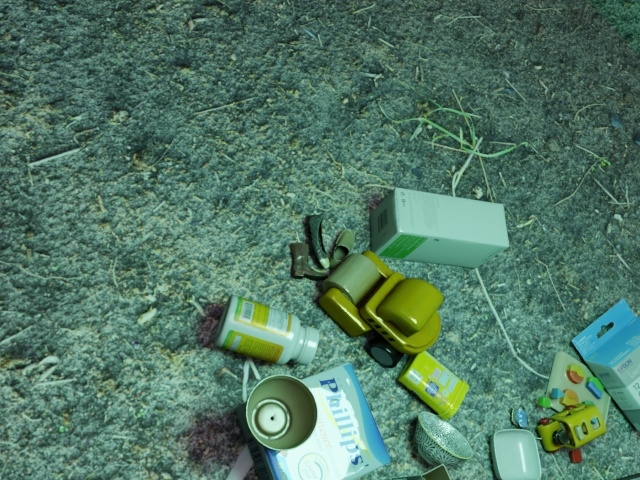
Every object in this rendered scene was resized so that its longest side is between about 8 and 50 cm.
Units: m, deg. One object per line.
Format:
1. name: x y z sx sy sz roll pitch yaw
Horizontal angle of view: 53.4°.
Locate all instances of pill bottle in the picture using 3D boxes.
1. pill bottle: -0.135 0.240 1.631 0.246 0.136 0.136 20 61 -12

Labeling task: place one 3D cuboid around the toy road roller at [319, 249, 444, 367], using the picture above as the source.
1. toy road roller: 0.184 0.165 1.730 0.329 0.240 0.202 44 58 2

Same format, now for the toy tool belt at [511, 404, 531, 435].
1. toy tool belt: 0.579 0.518 1.828 0.052 0.051 0.083 7 64 -18

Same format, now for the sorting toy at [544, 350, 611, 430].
1. sorting toy: 0.797 0.465 1.946 0.208 0.038 0.193 31 59 -5

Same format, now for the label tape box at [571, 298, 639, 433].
1. label tape box: 0.987 0.378 1.956 0.249 0.115 0.347 -32 83 -17

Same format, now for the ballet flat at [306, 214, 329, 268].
1. ballet flat: 0.000 0.000 1.840 0.049 0.057 0.173 -19 67 10

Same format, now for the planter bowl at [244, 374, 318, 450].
1. planter bowl: -0.098 0.391 1.417 0.162 0.109 0.162 8 63 -16

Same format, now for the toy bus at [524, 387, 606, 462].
1. toy bus: 0.713 0.542 1.818 0.191 0.104 0.202 27 73 -12

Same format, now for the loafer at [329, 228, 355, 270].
1. loafer: 0.068 0.022 1.863 0.056 0.050 0.148 27 59 -8

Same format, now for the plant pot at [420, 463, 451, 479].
1. plant pot: 0.272 0.647 1.621 0.109 0.096 0.109 -15 73 -28

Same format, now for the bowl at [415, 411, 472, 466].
1. bowl: 0.309 0.540 1.680 0.170 0.170 0.080 31 104 -8

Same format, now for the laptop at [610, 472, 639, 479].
1. laptop: 0.812 0.838 1.670 0.382 0.407 0.236 -3 34 -23

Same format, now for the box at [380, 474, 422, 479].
1. box: 0.190 0.721 1.516 0.087 0.169 0.289 3 64 -23

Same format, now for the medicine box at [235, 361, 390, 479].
1. medicine box: -0.022 0.477 1.557 0.290 0.149 0.263 -16 73 -26

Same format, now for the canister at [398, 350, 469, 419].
1. canister: 0.313 0.395 1.766 0.170 0.073 0.126 40 50 2

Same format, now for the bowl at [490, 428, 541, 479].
1. bowl: 0.536 0.601 1.772 0.142 0.053 0.141 5 65 -18

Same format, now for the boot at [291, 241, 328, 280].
1. boot: -0.032 0.056 1.820 0.107 0.037 0.114 8 59 -20

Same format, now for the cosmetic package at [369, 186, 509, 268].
1. cosmetic package: 0.354 -0.033 1.919 0.366 0.197 0.155 8 64 -17
